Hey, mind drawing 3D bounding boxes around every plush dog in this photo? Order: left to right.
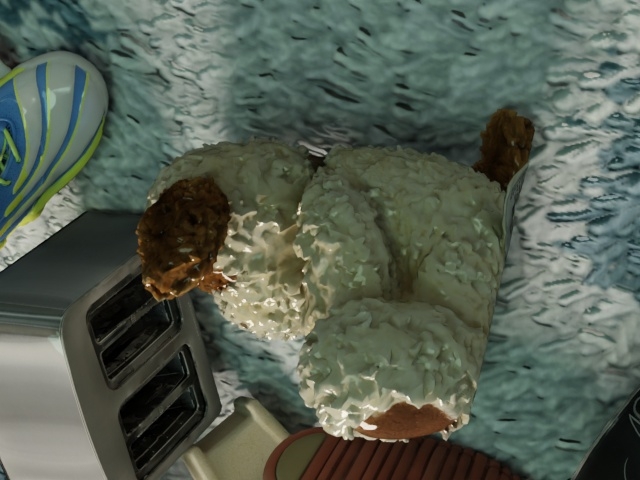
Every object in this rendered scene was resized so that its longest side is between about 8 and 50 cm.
[{"bbox_3d":[0.000,0.000,0.762,0.225,0.262,0.211,13,88,8],"label":"plush dog"}]

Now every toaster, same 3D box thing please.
[{"bbox_3d":[-0.166,0.086,0.887,0.110,0.185,0.168,1,116,30],"label":"toaster"}]

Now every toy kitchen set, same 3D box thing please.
[{"bbox_3d":[-0.103,0.217,1.005,0.122,0.166,0.207,54,162,-8],"label":"toy kitchen set"}]

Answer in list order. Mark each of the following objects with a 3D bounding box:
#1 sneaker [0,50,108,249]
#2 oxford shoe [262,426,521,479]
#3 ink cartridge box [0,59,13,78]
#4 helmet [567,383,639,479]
[{"bbox_3d":[-0.238,-0.024,0.867,0.091,0.126,0.240,37,111,-21],"label":"sneaker"},{"bbox_3d":[0.132,0.264,0.873,0.397,0.140,0.146,25,132,14],"label":"oxford shoe"},{"bbox_3d":[-0.424,-0.143,0.913,0.308,0.091,0.385,-38,114,16],"label":"ink cartridge box"},{"bbox_3d":[0.245,0.174,0.761,0.161,0.169,0.169,35,128,26],"label":"helmet"}]
